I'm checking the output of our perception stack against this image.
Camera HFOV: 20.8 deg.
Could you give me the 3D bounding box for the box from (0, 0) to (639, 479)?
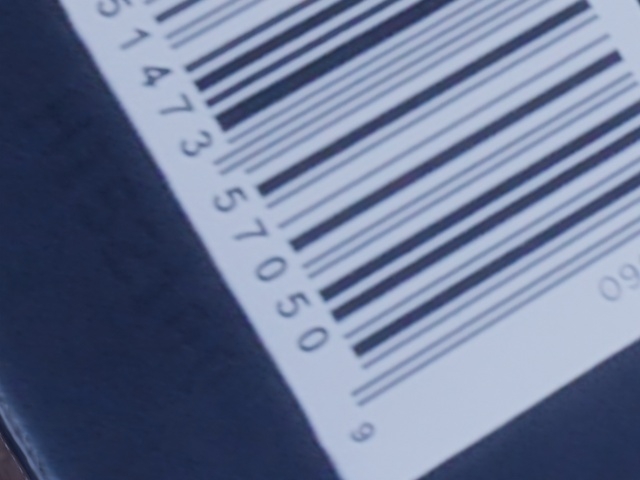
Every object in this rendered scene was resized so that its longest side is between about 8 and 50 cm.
[{"bbox_3d":[-0.009,-0.012,0.514,0.212,0.395,0.293,-31,89,-12],"label":"box"}]
